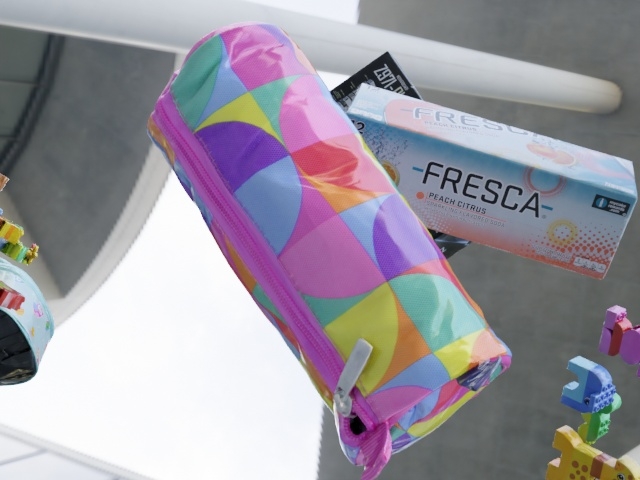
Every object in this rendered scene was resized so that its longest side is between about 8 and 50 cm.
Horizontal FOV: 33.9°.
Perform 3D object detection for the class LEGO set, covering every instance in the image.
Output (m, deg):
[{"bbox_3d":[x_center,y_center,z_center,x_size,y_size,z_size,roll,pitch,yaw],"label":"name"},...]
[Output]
[{"bbox_3d":[0.291,0.193,1.040,0.093,0.087,0.227,24,-63,39],"label":"LEGO set"}]

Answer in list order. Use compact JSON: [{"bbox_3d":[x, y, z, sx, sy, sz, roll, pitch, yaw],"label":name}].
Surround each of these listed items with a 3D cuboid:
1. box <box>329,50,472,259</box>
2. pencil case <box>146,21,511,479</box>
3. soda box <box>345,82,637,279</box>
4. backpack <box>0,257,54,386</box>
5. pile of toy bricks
[{"bbox_3d":[0.057,-0.057,0.975,0.147,0.077,0.180,-35,-110,9],"label":"box"},{"bbox_3d":[0.000,0.000,0.537,0.104,0.104,0.236,-44,-112,28],"label":"pencil case"},{"bbox_3d":[0.099,-0.039,0.657,0.183,0.058,0.063,17,-61,3],"label":"soda box"},{"bbox_3d":[-0.434,0.104,1.330,0.188,0.144,0.166,-3,-55,19],"label":"backpack"},{"bbox_3d":[-0.331,-0.004,1.058,0.212,0.105,0.118,26,-98,52],"label":"pile of toy bricks"}]
